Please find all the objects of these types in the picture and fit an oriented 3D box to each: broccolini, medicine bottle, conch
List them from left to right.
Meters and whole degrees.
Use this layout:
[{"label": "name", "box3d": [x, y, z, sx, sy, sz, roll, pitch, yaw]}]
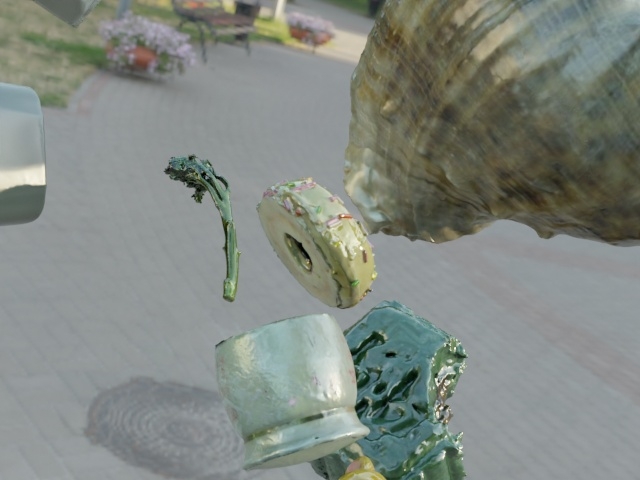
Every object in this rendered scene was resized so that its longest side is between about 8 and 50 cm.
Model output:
[{"label": "broccolini", "box3d": [-0.105, -0.023, 0.985, 0.054, 0.052, 0.194, 35, 21, -44]}, {"label": "medicine bottle", "box3d": [-0.031, 0.165, 1.071, 0.147, 0.143, 0.147, -16, -14, -4]}, {"label": "conch", "box3d": [0.145, -0.082, 0.561, 0.291, 0.210, 0.159, -26, 21, 6]}]

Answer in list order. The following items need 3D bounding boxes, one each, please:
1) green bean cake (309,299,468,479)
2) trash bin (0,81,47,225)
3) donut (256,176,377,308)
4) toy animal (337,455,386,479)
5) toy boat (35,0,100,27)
[{"label": "green bean cake", "box3d": [0.122, 0.275, 1.632, 0.308, 0.169, 0.300, -40, 52, -23]}, {"label": "trash bin", "box3d": [-0.462, -0.095, 1.124, 0.219, 0.220, 0.250, -1, 1, 44]}, {"label": "donut", "box3d": [0.000, 0.000, 1.146, 0.068, 0.175, 0.174, -34, 38, -19]}, {"label": "toy animal", "box3d": [0.030, 0.177, 0.613, 0.070, 0.083, 0.159, 5, 4, -14]}, {"label": "toy boat", "box3d": [-0.211, -0.239, 0.553, 0.269, 0.140, 0.141, 51, 4, -21]}]
